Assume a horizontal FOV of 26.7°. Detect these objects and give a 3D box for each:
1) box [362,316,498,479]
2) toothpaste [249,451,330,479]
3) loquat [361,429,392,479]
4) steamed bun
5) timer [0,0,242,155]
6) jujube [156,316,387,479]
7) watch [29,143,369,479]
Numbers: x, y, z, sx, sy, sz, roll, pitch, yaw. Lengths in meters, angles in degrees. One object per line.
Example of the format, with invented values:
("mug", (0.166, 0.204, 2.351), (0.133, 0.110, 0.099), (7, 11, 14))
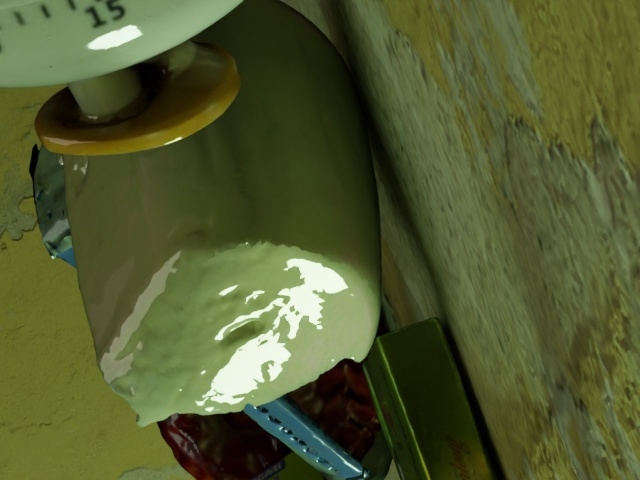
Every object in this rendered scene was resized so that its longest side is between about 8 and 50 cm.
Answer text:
("box", (0.077, 0.150, 0.899), (0.311, 0.043, 0.173), (89, 161, -82))
("toothpaste", (0.037, 0.302, 1.110), (0.327, 0.110, 0.077), (51, -173, -34))
("loquat", (-0.010, 0.179, 1.421), (0.227, 0.179, 0.179), (56, 167, 48))
("steamed bun", (-0.048, -0.010, 0.784), (0.170, 0.200, 0.226), (17, -129, -35))
("timer", (-0.123, -0.190, 0.633), (0.233, 0.233, 0.240), (-113, 2, -52))
("jujube", (-0.031, 0.124, 1.170), (0.232, 0.213, 0.213), (-35, -74, -75))
("watch", (-0.081, 0.024, 0.965), (0.274, 0.068, 0.276), (24, -130, -44))
